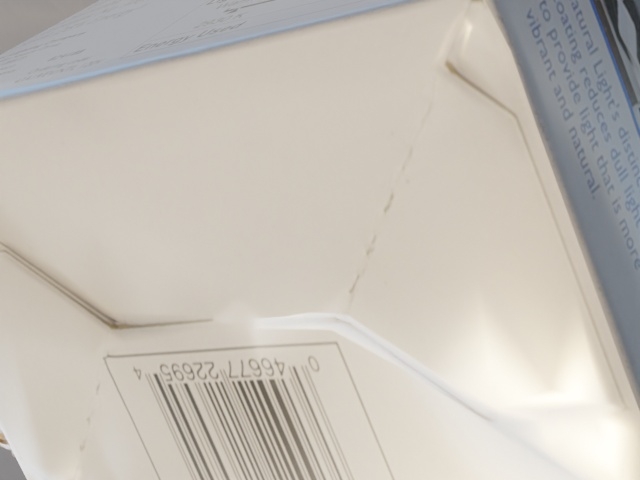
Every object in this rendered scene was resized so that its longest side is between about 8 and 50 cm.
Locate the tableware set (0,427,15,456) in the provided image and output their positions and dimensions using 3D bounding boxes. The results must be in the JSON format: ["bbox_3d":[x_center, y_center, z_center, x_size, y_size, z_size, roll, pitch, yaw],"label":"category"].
[{"bbox_3d":[-0.220,0.145,1.175,0.169,0.141,0.020,24,-115,18],"label":"tableware set"}]

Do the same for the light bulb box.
[{"bbox_3d":[0.060,-0.050,0.746,0.361,0.358,0.225,-39,-66,-43],"label":"light bulb box"}]
